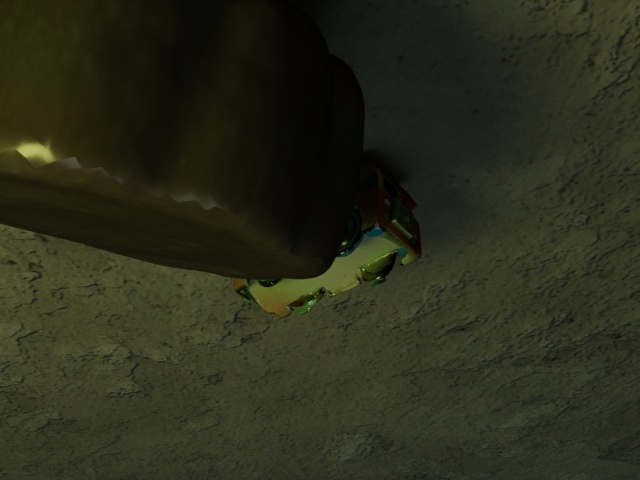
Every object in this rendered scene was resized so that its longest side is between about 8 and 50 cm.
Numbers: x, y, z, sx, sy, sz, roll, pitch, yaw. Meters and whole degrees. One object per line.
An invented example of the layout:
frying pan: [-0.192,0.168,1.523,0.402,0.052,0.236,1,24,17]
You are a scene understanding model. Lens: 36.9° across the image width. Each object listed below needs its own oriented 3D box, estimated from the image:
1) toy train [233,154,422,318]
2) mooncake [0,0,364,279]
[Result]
toy train: [0.000,0.000,0.857,0.188,0.099,0.072,-24,140,30]
mooncake: [-0.122,-0.074,0.609,0.305,0.154,0.306,11,167,2]
